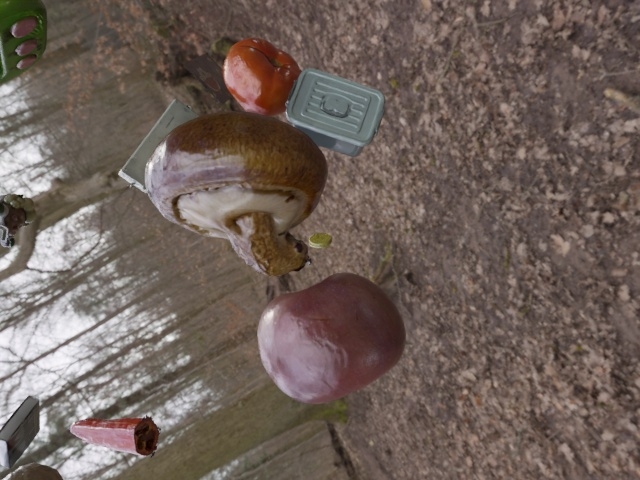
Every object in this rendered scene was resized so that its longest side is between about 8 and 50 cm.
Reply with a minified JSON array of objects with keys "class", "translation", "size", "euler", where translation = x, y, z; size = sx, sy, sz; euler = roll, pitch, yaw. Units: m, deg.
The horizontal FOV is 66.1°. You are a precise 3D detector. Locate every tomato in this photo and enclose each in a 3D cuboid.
[{"class":"tomato","translation":[-0.169,-0.479,1.473],"size":[0.259,0.180,0.260],"euler":[27,-140,-25]}]

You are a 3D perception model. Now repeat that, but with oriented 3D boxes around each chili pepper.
[{"class":"chili pepper","translation":[-0.398,0.361,0.924],"size":[0.065,0.168,0.088],"euler":[-74,-21,-48]}]

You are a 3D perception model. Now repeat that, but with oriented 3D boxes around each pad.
[{"class":"pad","translation":[-0.352,-0.538,1.621],"size":[0.170,0.006,0.245],"euler":[45,-156,-17]}]

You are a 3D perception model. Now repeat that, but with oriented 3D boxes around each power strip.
[{"class":"power strip","translation":[-0.519,-0.305,1.591],"size":[0.106,0.367,0.043],"euler":[36,149,-20]}]

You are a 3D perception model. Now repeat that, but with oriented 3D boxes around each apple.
[{"class":"apple","translation":[0.022,0.199,1.041],"size":[0.306,0.305,0.235],"euler":[108,139,-81]}]

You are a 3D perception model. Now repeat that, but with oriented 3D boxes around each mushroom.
[{"class":"mushroom","translation":[-0.133,-0.078,0.909],"size":[0.345,0.345,0.260],"euler":[79,-177,-72]}]

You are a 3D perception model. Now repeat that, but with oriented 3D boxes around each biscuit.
[{"class":"biscuit","translation":[0.000,0.000,1.757],"size":[0.084,0.084,0.023],"euler":[-135,34,-57]}]

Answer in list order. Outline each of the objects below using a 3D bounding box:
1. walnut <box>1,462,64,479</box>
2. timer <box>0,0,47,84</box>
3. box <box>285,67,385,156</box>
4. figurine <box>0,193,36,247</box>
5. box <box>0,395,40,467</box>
[{"class":"walnut","translation":[-0.804,0.744,1.332],"size":[0.248,0.248,0.248],"euler":[56,173,11]},{"class":"timer","translation":[-0.306,-0.173,0.429],"size":[0.047,0.128,0.140],"euler":[55,153,-13]},{"class":"box","translation":[0.034,-0.321,1.280],"size":[0.243,0.163,0.135],"euler":[18,166,-1]},{"class":"figurine","translation":[-0.712,-0.029,1.084],"size":[0.147,0.093,0.197],"euler":[113,171,-48]},{"class":"box","translation":[-0.730,0.467,1.196],"size":[0.035,0.115,0.177],"euler":[27,132,-3]}]
